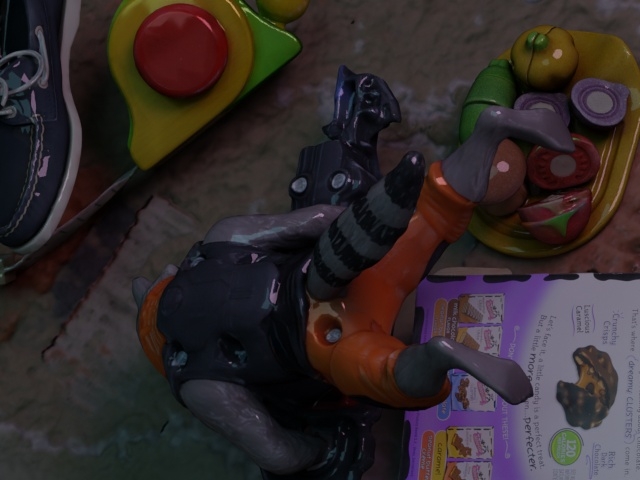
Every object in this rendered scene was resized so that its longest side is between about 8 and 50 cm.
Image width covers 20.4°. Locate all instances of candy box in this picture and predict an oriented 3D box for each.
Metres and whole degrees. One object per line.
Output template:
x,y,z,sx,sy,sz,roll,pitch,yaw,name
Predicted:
0.157,0.108,1.152,0.196,0.070,0.164,-1,67,20,candy box

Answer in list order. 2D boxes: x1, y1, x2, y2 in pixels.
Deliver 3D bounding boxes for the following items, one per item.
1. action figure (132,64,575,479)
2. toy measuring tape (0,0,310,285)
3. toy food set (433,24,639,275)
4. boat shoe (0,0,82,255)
0.000,0.000,1.139,0.330,0.178,0.341,-21,55,41,action figure
-0.150,-0.105,1.331,0.330,0.121,0.121,-38,60,7,toy measuring tape
0.147,-0.063,1.231,0.128,0.071,0.217,9,71,23,toy food set
-0.223,-0.115,1.292,0.095,0.079,0.254,-14,64,37,boat shoe
